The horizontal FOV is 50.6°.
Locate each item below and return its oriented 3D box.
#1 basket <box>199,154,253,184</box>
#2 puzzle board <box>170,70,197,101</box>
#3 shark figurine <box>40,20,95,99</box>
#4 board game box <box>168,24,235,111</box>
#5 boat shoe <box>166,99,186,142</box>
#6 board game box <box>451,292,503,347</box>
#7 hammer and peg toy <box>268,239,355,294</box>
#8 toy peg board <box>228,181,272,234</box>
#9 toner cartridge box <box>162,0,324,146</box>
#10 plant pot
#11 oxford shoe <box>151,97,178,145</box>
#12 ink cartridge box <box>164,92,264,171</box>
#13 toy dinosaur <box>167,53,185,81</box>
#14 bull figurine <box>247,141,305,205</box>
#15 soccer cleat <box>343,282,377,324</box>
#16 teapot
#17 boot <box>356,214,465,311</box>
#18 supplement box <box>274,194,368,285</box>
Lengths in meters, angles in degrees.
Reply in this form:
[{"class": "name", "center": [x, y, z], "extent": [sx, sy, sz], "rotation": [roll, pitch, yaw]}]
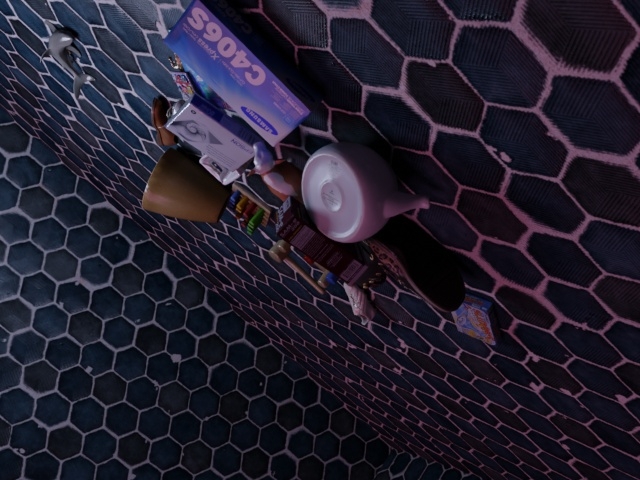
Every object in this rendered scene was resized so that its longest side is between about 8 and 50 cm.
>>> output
[{"class": "basket", "center": [-0.271, -0.249, 2.018], "extent": [0.113, 0.103, 0.167], "rotation": [43, 159, -15]}, {"class": "puzzle board", "center": [-0.353, -0.396, 1.776], "extent": [0.128, 0.011, 0.096], "rotation": [27, 145, 58]}, {"class": "shark figurine", "center": [-0.867, -0.602, 2.242], "extent": [0.166, 0.116, 0.278], "rotation": [35, 157, 11]}, {"class": "board game box", "center": [-0.276, -0.429, 1.675], "extent": [0.160, 0.047, 0.210], "rotation": [20, 142, 39]}, {"class": "boat shoe", "center": [-0.435, -0.371, 2.068], "extent": [0.070, 0.078, 0.219], "rotation": [35, 161, 5]}, {"class": "board game box", "center": [0.441, 0.220, 1.939], "extent": [0.136, 0.035, 0.201], "rotation": [21, 154, 37]}, {"class": "hammer and peg toy", "center": [-0.004, 0.041, 2.163], "extent": [0.266, 0.127, 0.361], "rotation": [42, 159, -16]}, {"class": "toy peg board", "center": [-0.260, -0.101, 2.346], "extent": [0.160, 0.079, 0.161], "rotation": [37, 159, 2]}, {"class": "toner cartridge box", "center": [-0.173, -0.387, 1.532], "extent": [0.348, 0.075, 0.165], "rotation": [43, 138, -14]}, {"class": "plant pot", "center": [-0.454, -0.163, 2.366], "extent": [0.254, 0.237, 0.237], "rotation": [25, 159, -1]}, {"class": "oxford shoe", "center": [-0.500, -0.384, 2.188], "extent": [0.076, 0.076, 0.212], "rotation": [4, 152, 2]}, {"class": "ink cartridge box", "center": [-0.295, -0.271, 1.807], "extent": [0.223, 0.045, 0.224], "rotation": [33, 150, -21]}, {"class": "toy dinosaur", "center": [-0.352, -0.445, 1.813], "extent": [0.183, 0.053, 0.092], "rotation": [48, 156, -25]}, {"class": "bull figurine", "center": [-0.063, -0.146, 1.771], "extent": [0.310, 0.101, 0.188], "rotation": [39, -164, -15]}, {"class": "soccer cleat", "center": [0.134, 0.219, 2.379], "extent": [0.068, 0.076, 0.196], "rotation": [13, 148, 48]}, {"class": "teapot", "center": [0.088, -0.125, 1.604], "extent": [0.252, 0.187, 0.256], "rotation": [-37, 78, 50]}, {"class": "boot", "center": [0.201, 0.069, 1.857], "extent": [0.377, 0.138, 0.284], "rotation": [41, 157, 2]}, {"class": "supplement box", "center": [0.000, 0.000, 1.690], "extent": [0.239, 0.073, 0.130], "rotation": [35, -162, -20]}]
